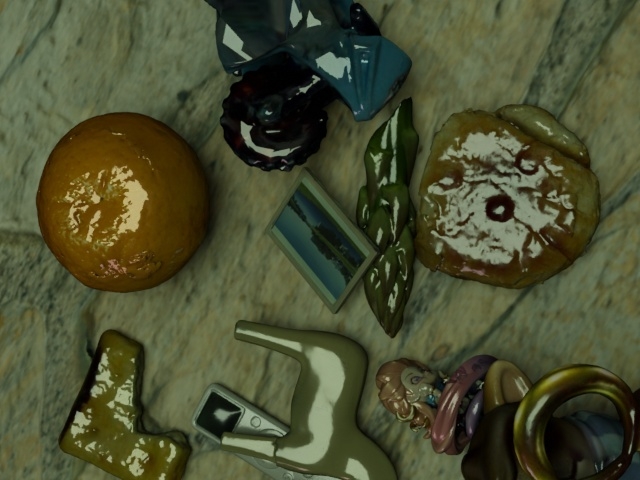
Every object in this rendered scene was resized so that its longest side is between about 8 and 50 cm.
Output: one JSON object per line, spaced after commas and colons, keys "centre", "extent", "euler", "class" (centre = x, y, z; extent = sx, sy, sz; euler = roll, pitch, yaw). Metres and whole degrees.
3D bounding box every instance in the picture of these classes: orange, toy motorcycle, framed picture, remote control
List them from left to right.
{"centre": [-0.239, -0.046, 1.307], "extent": [0.219, 0.193, 0.219], "euler": [-6, 77, 26], "class": "orange"}
{"centre": [-0.045, 0.267, 1.331], "extent": [0.261, 0.029, 0.067], "euler": [30, 96, 14], "class": "remote control"}
{"centre": [-0.022, -0.290, 1.278], "extent": [0.232, 0.172, 0.416], "euler": [-10, 78, 9], "class": "toy motorcycle"}
{"centre": [0.000, 0.000, 1.294], "extent": [0.149, 0.011, 0.109], "euler": [49, 125, 24], "class": "framed picture"}

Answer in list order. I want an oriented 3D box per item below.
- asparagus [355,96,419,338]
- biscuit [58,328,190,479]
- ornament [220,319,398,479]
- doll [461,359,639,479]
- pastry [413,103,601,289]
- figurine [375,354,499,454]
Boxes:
{"centre": [0.078, -0.027, 1.281], "extent": [0.080, 0.080, 0.287], "euler": [-2, 90, 15], "class": "asparagus"}
{"centre": [-0.238, 0.230, 1.382], "extent": [0.183, 0.039, 0.174], "euler": [28, 94, 14], "class": "biscuit"}
{"centre": [-0.001, 0.225, 1.288], "extent": [0.244, 0.061, 0.230], "euler": [10, 82, 10], "class": "ornament"}
{"centre": [0.322, 0.255, 1.123], "extent": [0.339, 0.209, 0.318], "euler": [7, 115, 0], "class": "doll"}
{"centre": [0.205, -0.047, 1.232], "extent": [0.229, 0.100, 0.218], "euler": [-41, 79, 10], "class": "pastry"}
{"centre": [0.137, 0.191, 1.248], "extent": [0.157, 0.126, 0.114], "euler": [-7, 111, 36], "class": "figurine"}
